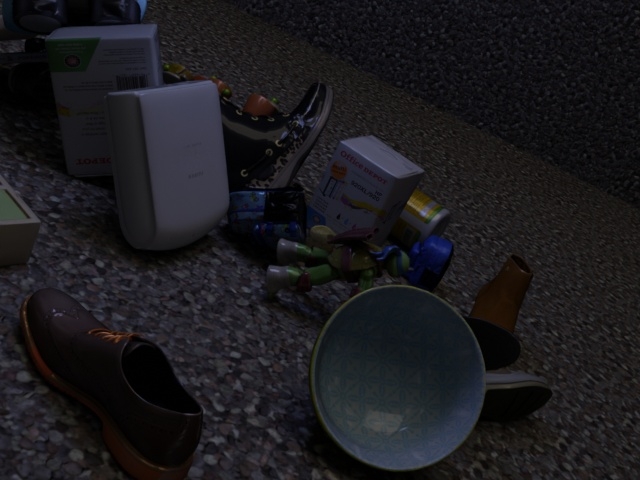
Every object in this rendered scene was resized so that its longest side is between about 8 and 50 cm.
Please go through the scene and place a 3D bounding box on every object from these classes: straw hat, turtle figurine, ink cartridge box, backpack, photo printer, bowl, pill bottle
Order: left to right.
[{"bbox_3d":[-0.416,-0.280,1.586,0.202,0.278,0.117,-3,27,-4],"label":"ink cartridge box"},{"bbox_3d":[-0.281,-0.139,1.501,0.107,0.307,0.256,4,16,28],"label":"photo printer"},{"bbox_3d":[-0.117,-0.045,1.656,0.173,0.116,0.158,1,-16,2],"label":"backpack"},{"bbox_3d":[0.000,0.000,1.780,0.145,0.061,0.144,22,25,-11],"label":"straw hat"},{"bbox_3d":[0.042,0.091,1.555,0.266,0.197,0.274,4,-20,11],"label":"turtle figurine"},{"bbox_3d":[0.100,-0.107,1.880,0.171,0.232,0.168,35,26,18],"label":"ink cartridge box"},{"bbox_3d":[0.105,0.226,1.296,0.290,0.289,0.156,24,-17,-8],"label":"bowl"},{"bbox_3d":[0.202,-0.084,2.055,0.246,0.136,0.136,37,26,19],"label":"pill bottle"},{"bbox_3d":[0.256,0.047,1.874,0.101,0.120,0.098,27,25,-1],"label":"backpack"}]

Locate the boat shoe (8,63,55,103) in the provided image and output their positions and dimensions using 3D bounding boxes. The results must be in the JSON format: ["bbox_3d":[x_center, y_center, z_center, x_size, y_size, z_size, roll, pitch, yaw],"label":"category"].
[{"bbox_3d":[-0.555,-0.362,1.856,0.095,0.112,0.335,29,28,37],"label":"boat shoe"}]

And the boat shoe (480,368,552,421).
[{"bbox_3d":[0.313,0.274,1.501,0.302,0.113,0.103,8,36,-34],"label":"boat shoe"}]

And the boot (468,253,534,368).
[{"bbox_3d":[0.382,0.155,1.684,0.104,0.211,0.295,25,25,-4],"label":"boot"}]

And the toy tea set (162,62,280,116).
[{"bbox_3d":[-0.243,-0.378,2.061,0.336,0.124,0.200,25,-19,17],"label":"toy tea set"}]

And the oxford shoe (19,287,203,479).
[{"bbox_3d":[-0.282,0.163,1.092,0.364,0.132,0.130,39,27,24],"label":"oxford shoe"}]

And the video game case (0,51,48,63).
[{"bbox_3d":[-0.703,-0.409,1.770,0.183,0.023,0.201,-16,21,-42],"label":"video game case"}]

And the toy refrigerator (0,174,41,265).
[{"bbox_3d":[-0.579,-0.074,1.302,0.269,0.094,0.102,42,28,28],"label":"toy refrigerator"}]

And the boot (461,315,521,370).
[{"bbox_3d":[0.279,0.198,1.488,0.264,0.096,0.280,-10,-11,30],"label":"boot"}]

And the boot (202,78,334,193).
[{"bbox_3d":[-0.156,-0.269,1.801,0.284,0.377,0.138,34,-19,-14],"label":"boot"}]

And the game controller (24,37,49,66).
[{"bbox_3d":[-0.589,-0.434,2.023,0.319,0.067,0.166,7,32,-36],"label":"game controller"}]

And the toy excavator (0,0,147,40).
[{"bbox_3d":[-0.609,-0.506,1.730,0.433,0.222,0.445,1,-10,-18],"label":"toy excavator"}]
